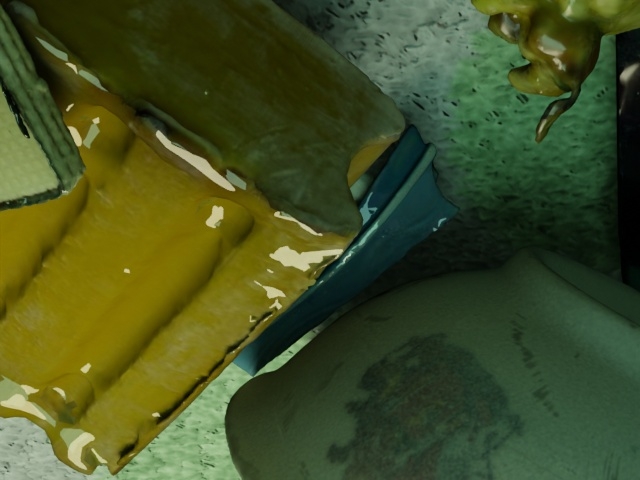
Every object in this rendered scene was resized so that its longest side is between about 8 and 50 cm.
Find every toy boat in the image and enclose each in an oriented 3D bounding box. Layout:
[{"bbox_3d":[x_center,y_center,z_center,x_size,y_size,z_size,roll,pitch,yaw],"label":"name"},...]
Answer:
[{"bbox_3d":[0.000,0.000,0.808,0.238,0.109,0.098,-40,92,31],"label":"toy boat"}]

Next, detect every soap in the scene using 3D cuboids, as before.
[{"bbox_3d":[-0.159,-0.032,0.687,0.293,0.156,0.335,37,135,-7],"label":"soap"}]

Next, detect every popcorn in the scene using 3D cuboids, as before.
[{"bbox_3d":[0.163,-0.179,0.628,0.195,0.174,0.168,-32,162,16],"label":"popcorn"}]

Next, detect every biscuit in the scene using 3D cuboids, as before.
[{"bbox_3d":[-0.218,-0.061,0.564,0.199,0.040,0.121,-9,117,31],"label":"biscuit"}]

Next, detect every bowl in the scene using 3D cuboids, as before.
[{"bbox_3d":[0.171,0.130,0.752,0.434,0.435,0.196,24,102,-16],"label":"bowl"}]

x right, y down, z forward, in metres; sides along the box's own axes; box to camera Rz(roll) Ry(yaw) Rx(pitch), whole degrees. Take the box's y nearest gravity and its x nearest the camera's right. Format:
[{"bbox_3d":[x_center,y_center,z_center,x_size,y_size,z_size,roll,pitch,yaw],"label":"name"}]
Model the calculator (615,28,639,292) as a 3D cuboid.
[{"bbox_3d":[0.332,-0.063,0.777,0.248,0.058,0.274,-7,127,8],"label":"calculator"}]
